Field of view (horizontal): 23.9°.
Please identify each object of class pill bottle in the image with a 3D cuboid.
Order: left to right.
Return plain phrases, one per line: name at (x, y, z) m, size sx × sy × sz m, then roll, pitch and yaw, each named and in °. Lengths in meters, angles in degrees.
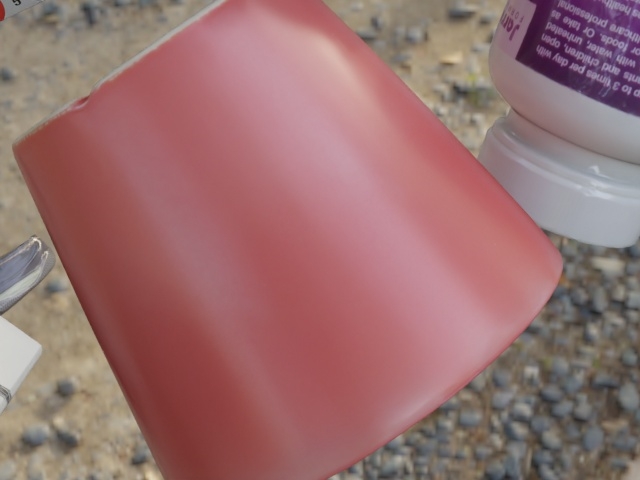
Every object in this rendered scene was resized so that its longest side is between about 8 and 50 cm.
pill bottle at (0.211, -0.155, 1.001) m, size 0.169 × 0.301 × 0.169 m, roll 19°, pitch 19°, yaw -7°

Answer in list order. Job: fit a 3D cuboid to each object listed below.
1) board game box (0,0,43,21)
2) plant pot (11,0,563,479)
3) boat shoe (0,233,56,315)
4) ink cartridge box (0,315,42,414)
board game box at (-0.205, -0.317, 1.046) m, size 0.308 × 0.302 × 0.086 m, roll -25°, pitch 54°, yaw 5°
plant pot at (-0.035, -0.011, 0.897) m, size 0.275 × 0.243 × 0.275 m, roll -33°, pitch 9°, yaw 6°
boat shoe at (-0.465, 0.074, 1.668) m, size 0.355 × 0.130 × 0.132 m, roll -30°, pitch 5°, yaw -16°
ink cartridge box at (-0.358, 0.176, 1.250) m, size 0.114 × 0.197 × 0.273 m, roll 38°, pitch 17°, yaw -7°
